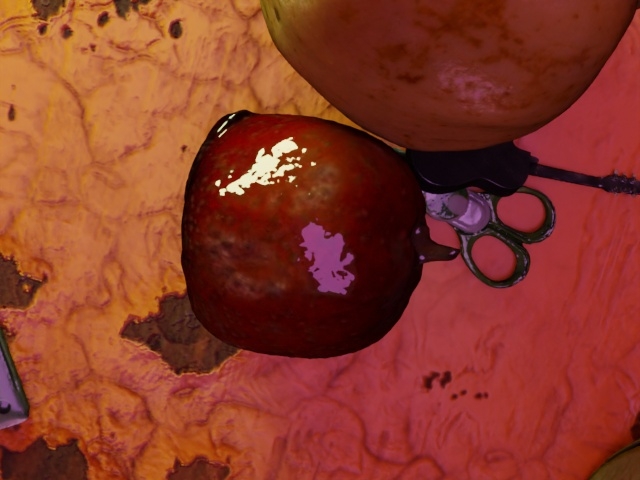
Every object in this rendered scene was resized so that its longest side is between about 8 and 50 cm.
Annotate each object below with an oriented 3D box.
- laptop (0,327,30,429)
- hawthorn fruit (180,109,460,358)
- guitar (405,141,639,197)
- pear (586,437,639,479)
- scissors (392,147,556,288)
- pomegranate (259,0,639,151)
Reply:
[{"bbox_3d":[-0.402,0.072,1.180,0.187,0.015,0.269,-18,98,1],"label":"laptop"},{"bbox_3d":[0.000,0.000,1.085,0.249,0.215,0.215,2,98,16],"label":"hawthorn fruit"},{"bbox_3d":[0.191,-0.070,1.167,0.233,0.025,0.088,11,69,-9],"label":"guitar"},{"bbox_3d":[0.357,0.337,1.169,0.282,0.176,0.286,33,97,-9],"label":"pear"},{"bbox_3d":[0.117,-0.037,1.178,0.204,0.027,0.101,29,92,-8],"label":"scissors"},{"bbox_3d":[0.123,-0.237,1.016,0.342,0.342,0.342,0,98,-2],"label":"pomegranate"}]
